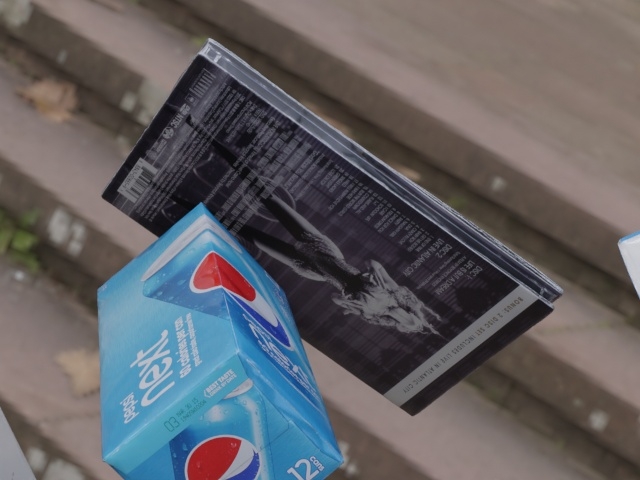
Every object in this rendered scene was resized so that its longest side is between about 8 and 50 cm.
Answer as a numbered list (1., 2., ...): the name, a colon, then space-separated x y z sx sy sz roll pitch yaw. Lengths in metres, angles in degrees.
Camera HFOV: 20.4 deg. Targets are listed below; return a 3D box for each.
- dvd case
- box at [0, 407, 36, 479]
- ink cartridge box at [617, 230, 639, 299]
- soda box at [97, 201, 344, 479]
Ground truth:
1. dvd case: 0.000 0.000 0.950 0.221 0.164 0.018 36 55 -5
2. box: -0.294 0.243 1.181 0.168 0.215 0.345 9 -33 12
3. ink cartridge box: 0.214 0.057 0.835 0.090 0.092 0.143 -102 165 -54
4. soda box: -0.050 0.055 0.779 0.067 0.071 0.210 48 6 -18
